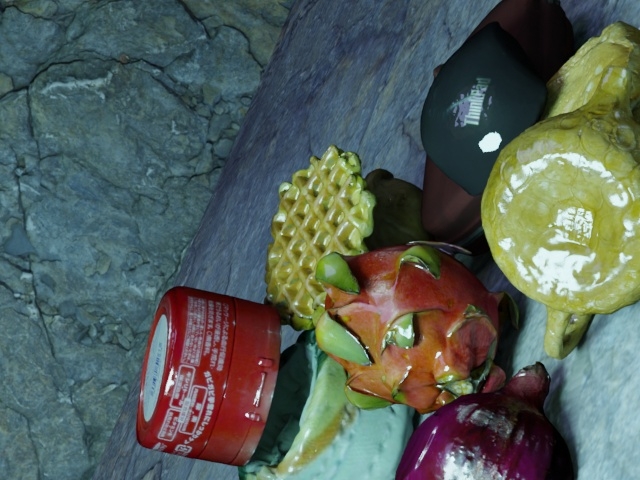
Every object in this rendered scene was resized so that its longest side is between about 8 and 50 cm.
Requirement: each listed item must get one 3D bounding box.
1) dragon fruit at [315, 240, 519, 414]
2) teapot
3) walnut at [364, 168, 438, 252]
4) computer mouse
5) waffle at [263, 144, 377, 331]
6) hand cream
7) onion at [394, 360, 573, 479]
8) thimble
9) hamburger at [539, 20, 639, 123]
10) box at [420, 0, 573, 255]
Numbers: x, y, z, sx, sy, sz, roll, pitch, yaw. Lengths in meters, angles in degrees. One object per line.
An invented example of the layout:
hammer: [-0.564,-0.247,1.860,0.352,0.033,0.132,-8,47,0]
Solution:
dragon fruit: [0.111,0.104,1.564,0.227,0.224,0.224,5,66,48]
teapot: [0.279,-0.025,1.354,0.167,0.203,0.311,-30,-51,-54]
walnut: [0.081,-0.002,1.884,0.245,0.198,0.198,67,-136,-67]
computer mouse: [0.184,-0.170,1.614,0.170,0.100,0.269,-54,16,19]
waffle: [0.000,0.000,1.757,0.243,0.058,0.238,-22,60,52]
hand cream: [-0.151,0.177,1.731,0.230,0.149,0.230,-168,90,-73]
onion: [0.173,0.211,1.362,0.218,0.139,0.195,-64,8,-19]
thimble: [0.005,0.259,1.752,0.254,0.167,0.288,-55,16,29]
hamburger: [0.319,-0.144,1.516,0.214,0.108,0.214,-56,17,27]
box: [0.243,-0.162,1.803,0.263,0.108,0.404,-48,21,42]
